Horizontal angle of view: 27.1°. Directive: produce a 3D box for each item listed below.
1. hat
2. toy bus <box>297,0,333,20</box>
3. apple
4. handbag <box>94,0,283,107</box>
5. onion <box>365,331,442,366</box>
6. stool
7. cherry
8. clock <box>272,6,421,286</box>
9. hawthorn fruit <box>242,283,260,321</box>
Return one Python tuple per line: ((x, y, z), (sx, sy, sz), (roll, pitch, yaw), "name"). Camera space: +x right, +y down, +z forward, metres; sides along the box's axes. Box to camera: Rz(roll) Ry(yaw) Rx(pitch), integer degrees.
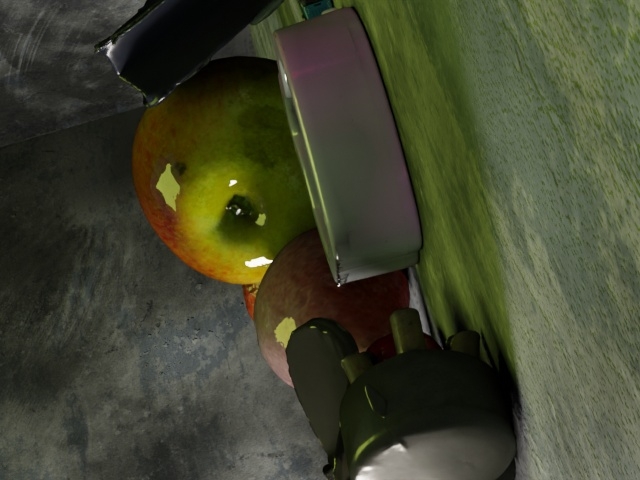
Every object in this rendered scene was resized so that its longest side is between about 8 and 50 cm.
((0.097, 0.262, 1.448), (0.366, 0.257, 0.381), (-114, 25, -52), "hat")
((-0.005, -0.301, 1.733), (0.083, 0.038, 0.046), (-113, 4, -72), "toy bus")
((-0.107, -0.097, 1.933), (0.339, 0.340, 0.339), (164, 90, -87), "apple")
((-0.162, -0.338, 1.886), (0.122, 0.303, 0.329), (49, -174, -15), "handbag")
((0.102, 0.172, 1.591), (0.131, 0.131, 0.131), (164, 90, -87), "onion")
((0.098, 0.171, 1.244), (0.228, 0.153, 0.139), (74, -175, -50), "stool")
((0.011, 0.094, 1.754), (0.206, 0.239, 0.239), (31, 171, 6), "cherry")
((0.024, -0.118, 1.583), (0.338, 0.102, 0.338), (164, 90, -87), "clock")
((-0.029, 0.077, 2.438), (0.262, 0.258, 0.258), (14, -125, -60), "hawthorn fruit")
